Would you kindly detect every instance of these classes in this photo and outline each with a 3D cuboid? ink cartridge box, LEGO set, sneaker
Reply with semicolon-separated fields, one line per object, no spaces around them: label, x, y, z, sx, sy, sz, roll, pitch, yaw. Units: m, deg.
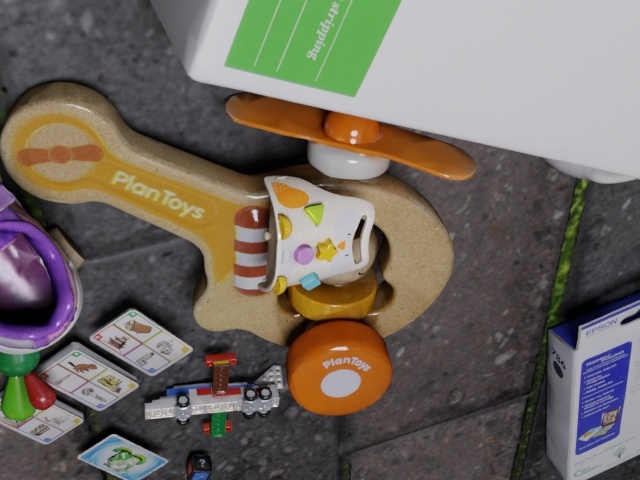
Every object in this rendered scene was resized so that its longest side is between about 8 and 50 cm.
ink cartridge box;0.356;0.157;1.038;0.165;0.065;0.333;-21;135;-9
LEGO set;-0.154;0.148;0.806;0.182;0.060;0.244;-34;132;18
sneaker;-0.228;-0.018;0.529;0.095;0.104;0.236;-44;113;-14

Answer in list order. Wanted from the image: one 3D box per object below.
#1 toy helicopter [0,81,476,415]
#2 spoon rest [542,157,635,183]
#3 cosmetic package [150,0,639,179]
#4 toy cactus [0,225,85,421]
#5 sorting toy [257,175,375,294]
toy helicopter;-0.050;-0.028;0.639;0.355;0.140;0.235;23;122;-25
spoon rest;0.319;-0.097;0.789;0.276;0.084;0.137;5;155;-25
cosmetic package;0.095;-0.180;0.559;0.365;0.155;0.197;7;123;-29
toy cactus;-0.255;0.060;0.638;0.180;0.112;0.219;-39;125;-5
sorting toy;0.000;0.000;0.590;0.075;0.045;0.083;-6;118;-21
